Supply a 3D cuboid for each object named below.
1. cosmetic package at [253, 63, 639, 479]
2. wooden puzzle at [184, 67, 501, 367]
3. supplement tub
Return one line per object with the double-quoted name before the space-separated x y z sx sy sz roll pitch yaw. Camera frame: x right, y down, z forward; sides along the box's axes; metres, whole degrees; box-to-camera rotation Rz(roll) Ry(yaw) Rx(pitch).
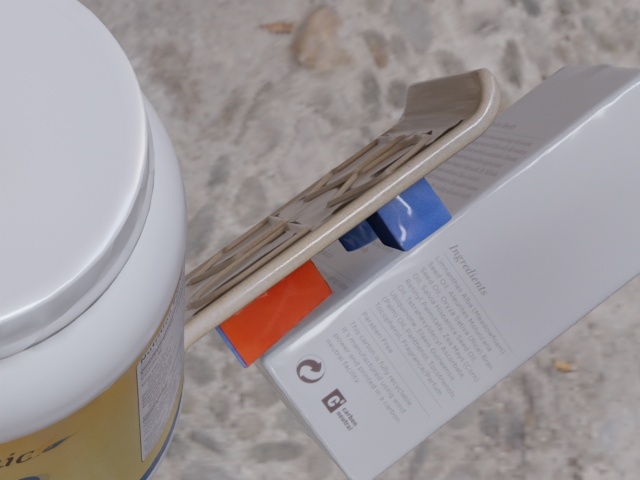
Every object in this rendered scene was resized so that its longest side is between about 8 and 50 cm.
"cosmetic package" 0.145 0.021 1.599 0.453 0.230 0.161 -37 103 -5
"wooden puzzle" 0.000 0.000 1.377 0.348 0.322 0.080 -41 97 -4
"supplement tub" -0.116 0.015 0.534 0.144 0.199 0.144 2 64 -4
